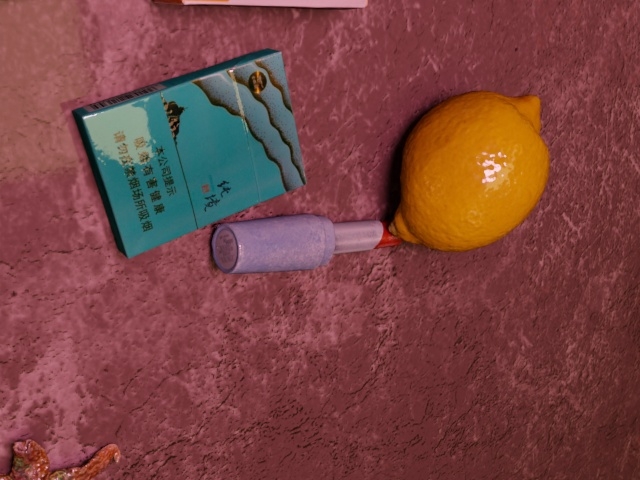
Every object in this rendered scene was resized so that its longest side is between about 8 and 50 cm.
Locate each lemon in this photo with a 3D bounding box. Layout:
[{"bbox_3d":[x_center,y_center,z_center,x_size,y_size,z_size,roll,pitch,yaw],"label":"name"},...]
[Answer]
[{"bbox_3d":[0.187,-0.084,0.957,0.244,0.187,0.187,-48,130,8],"label":"lemon"}]

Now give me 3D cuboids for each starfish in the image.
[{"bbox_3d":[-0.320,0.270,0.841,0.210,0.053,0.150,-18,130,-34],"label":"starfish"}]

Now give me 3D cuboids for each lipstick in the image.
[{"bbox_3d":[0.000,0.000,0.939,0.274,0.061,0.068,-5,109,-39],"label":"lipstick"}]

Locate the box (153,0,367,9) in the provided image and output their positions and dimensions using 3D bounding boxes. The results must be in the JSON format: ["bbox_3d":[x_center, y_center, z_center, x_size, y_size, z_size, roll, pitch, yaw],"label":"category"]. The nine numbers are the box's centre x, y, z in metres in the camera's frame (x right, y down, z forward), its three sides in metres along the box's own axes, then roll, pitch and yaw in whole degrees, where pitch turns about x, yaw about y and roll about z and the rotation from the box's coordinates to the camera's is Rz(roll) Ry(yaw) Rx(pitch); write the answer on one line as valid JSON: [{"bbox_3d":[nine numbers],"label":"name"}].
[{"bbox_3d":[-0.053,-0.361,0.735,0.221,0.091,0.273,-12,114,-31],"label":"box"}]

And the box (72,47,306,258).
[{"bbox_3d":[-0.129,-0.097,0.819,0.226,0.042,0.160,-24,122,-25],"label":"box"}]
